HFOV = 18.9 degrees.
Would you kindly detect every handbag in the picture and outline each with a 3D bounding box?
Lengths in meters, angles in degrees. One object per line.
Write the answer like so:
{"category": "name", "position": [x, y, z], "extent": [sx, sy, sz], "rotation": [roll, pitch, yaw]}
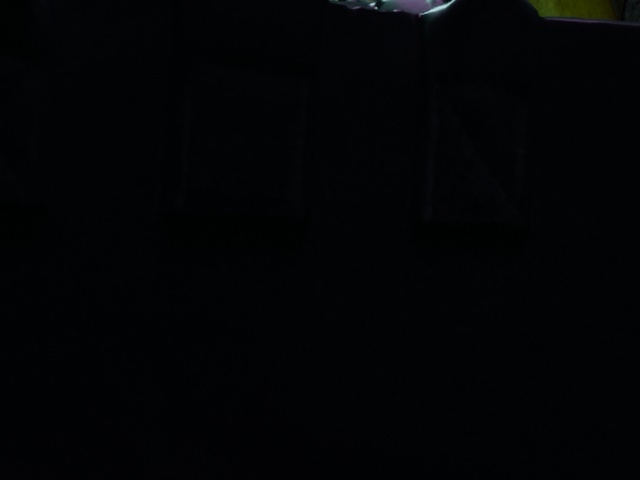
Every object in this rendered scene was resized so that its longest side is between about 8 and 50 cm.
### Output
{"category": "handbag", "position": [-0.039, 0.022, 0.640], "extent": [0.327, 0.238, 0.089], "rotation": [3, 4, -21]}

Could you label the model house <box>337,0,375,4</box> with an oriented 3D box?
{"category": "model house", "position": [0.013, -0.112, 1.549], "extent": [0.214, 0.189, 0.195], "rotation": [5, 29, -37]}

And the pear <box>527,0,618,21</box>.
{"category": "pear", "position": [0.157, -0.212, 2.114], "extent": [0.352, 0.351, 0.413], "rotation": [6, -1, -8]}
